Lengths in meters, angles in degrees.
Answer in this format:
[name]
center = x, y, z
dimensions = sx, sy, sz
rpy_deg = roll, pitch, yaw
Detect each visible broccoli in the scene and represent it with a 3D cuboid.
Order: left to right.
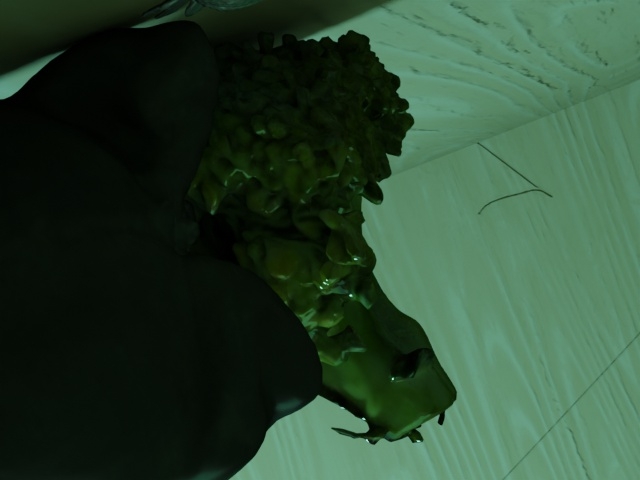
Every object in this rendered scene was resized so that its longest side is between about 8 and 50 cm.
[broccoli]
center = -0.003, -0.015, 0.827
dimensions = 0.180, 0.273, 0.242
rpy_deg = -55, -179, 37

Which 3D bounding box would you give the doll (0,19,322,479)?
[doll]
center = -0.176, 0.050, 0.586
dimensions = 0.382, 0.252, 0.378
rpy_deg = -27, 180, -10

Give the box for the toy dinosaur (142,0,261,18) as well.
[toy dinosaur]
center = -0.033, -0.109, 0.552
dimensions = 0.082, 0.039, 0.209
rpy_deg = -19, 178, 11
